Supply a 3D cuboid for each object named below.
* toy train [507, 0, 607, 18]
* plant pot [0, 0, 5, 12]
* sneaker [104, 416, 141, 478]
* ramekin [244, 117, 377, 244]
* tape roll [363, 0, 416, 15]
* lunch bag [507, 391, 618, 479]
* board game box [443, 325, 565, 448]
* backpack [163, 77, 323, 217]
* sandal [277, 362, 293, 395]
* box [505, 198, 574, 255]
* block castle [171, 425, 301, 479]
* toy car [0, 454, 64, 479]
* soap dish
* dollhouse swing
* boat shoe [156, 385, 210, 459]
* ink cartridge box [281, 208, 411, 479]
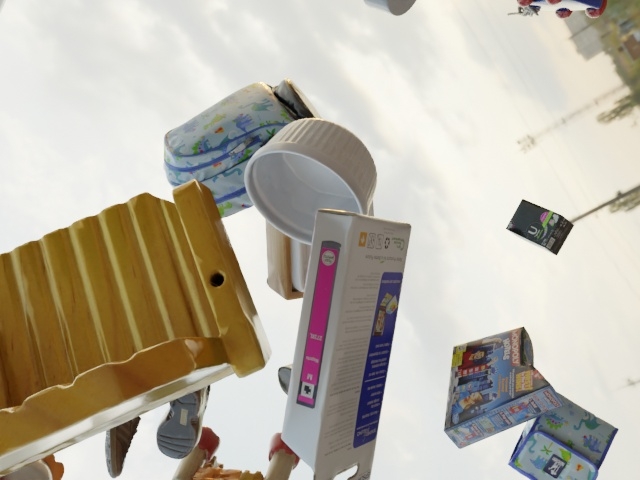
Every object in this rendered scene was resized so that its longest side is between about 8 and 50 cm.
[{"bbox_3d":[0.411,-0.475,1.218,0.105,0.144,0.248,9,-167,-19],"label":"toy train"},{"bbox_3d":[-0.430,-0.246,0.660,0.187,0.167,0.188,-36,-85,-22],"label":"plant pot"},{"bbox_3d":[-0.400,0.388,1.407,0.071,0.066,0.189,1,-93,-27],"label":"sneaker"},{"bbox_3d":[-0.006,-0.097,1.103,0.207,0.207,0.109,47,-128,-21],"label":"ramekin"},{"bbox_3d":[0.174,-0.626,1.553,0.072,0.219,0.219,25,-161,24],"label":"tape roll"},{"bbox_3d":[0.408,0.352,1.170,0.128,0.151,0.096,31,163,15],"label":"lunch bag"},{"bbox_3d":[0.320,0.249,1.197,0.060,0.194,0.194,50,-143,-26],"label":"board game box"},{"bbox_3d":[-0.171,-0.199,1.531,0.273,0.355,0.290,43,-166,-40],"label":"backpack"},{"bbox_3d":[0.021,0.258,1.205,0.079,0.240,0.088,-16,-73,-34],"label":"sandal"},{"bbox_3d":[0.368,-0.023,1.159,0.052,0.062,0.083,25,-174,-44],"label":"box"},{"bbox_3d":[-0.173,0.661,1.678,0.213,0.302,0.454,-67,-26,-59],"label":"block castle"},{"bbox_3d":[-0.610,0.503,1.336,0.237,0.219,0.211,-4,-78,-42],"label":"toy car"},{"bbox_3d":[0.000,0.000,1.510,0.290,0.118,0.229,-5,-87,-51],"label":"soap dish"},{"bbox_3d":[-0.260,0.068,0.633,0.305,0.346,0.315,67,179,-67],"label":"dollhouse swing"},{"bbox_3d":[-0.283,0.366,1.481,0.095,0.258,0.095,25,-145,1],"label":"boat shoe"},{"bbox_3d":[0.034,0.150,0.893,0.175,0.069,0.371,6,-89,-61],"label":"ink cartridge box"}]
